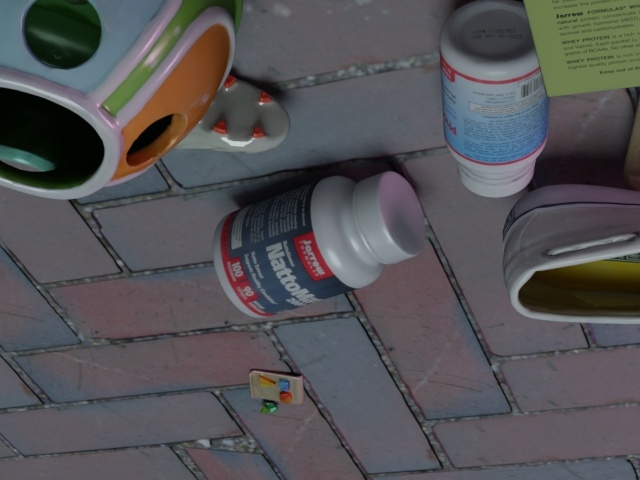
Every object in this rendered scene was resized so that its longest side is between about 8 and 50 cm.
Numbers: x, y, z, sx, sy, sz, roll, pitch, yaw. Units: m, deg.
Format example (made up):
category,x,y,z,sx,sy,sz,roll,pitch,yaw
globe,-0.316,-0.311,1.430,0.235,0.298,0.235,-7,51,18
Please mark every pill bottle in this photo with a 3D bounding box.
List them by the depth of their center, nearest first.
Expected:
category,x,y,z,sx,sy,sz,roll,pitch,yaw
pill bottle,0.142,-0.111,1.094,0.087,0.087,0.160,2,141,9
pill bottle,0.000,0.000,1.247,0.180,0.108,0.108,-19,134,31

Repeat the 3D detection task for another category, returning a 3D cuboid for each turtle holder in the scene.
category,x,y,z,sx,sy,sz,roll,pitch,yaw
turtle holder,-0.216,-0.172,0.978,0.320,0.227,0.243,36,135,-30

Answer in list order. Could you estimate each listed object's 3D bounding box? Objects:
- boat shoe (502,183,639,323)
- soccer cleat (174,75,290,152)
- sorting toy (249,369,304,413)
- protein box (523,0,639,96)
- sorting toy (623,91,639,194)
category,x,y,z,sx,sy,sz,roll,pitch,yaw
boat shoe,0.330,0.033,1.096,0.367,0.156,0.135,4,127,9
soccer cleat,-0.123,-0.108,1.177,0.196,0.068,0.076,8,157,3
sorting toy,-0.050,0.179,1.556,0.062,0.012,0.083,5,141,5
protein box,0.233,-0.223,0.896,0.200,0.136,0.201,-5,140,19
sorting toy,0.413,-0.115,1.080,0.307,0.041,0.229,5,137,6
